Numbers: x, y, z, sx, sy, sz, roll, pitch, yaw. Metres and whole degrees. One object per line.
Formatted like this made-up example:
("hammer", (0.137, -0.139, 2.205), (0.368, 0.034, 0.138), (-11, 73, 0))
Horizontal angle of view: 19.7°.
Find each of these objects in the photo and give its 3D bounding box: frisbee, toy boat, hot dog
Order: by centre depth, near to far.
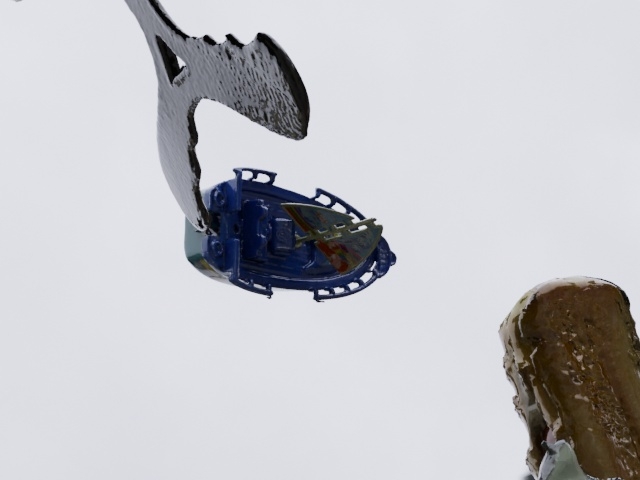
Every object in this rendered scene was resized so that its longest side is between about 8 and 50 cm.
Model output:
("frisbee", (-0.074, -0.103, 0.893), (0.012, 0.211, 0.187), (-28, -90, -23))
("hot dog", (0.149, 0.156, 0.904), (0.083, 0.289, 0.068), (1, -25, -31))
("toy boat", (0.000, 0.000, 1.288), (0.175, 0.091, 0.110), (13, -17, -43))

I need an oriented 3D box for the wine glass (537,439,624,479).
("wine glass", (0.134, 0.162, 0.440), (0.156, 0.232, 0.156), (-23, -58, -43))
